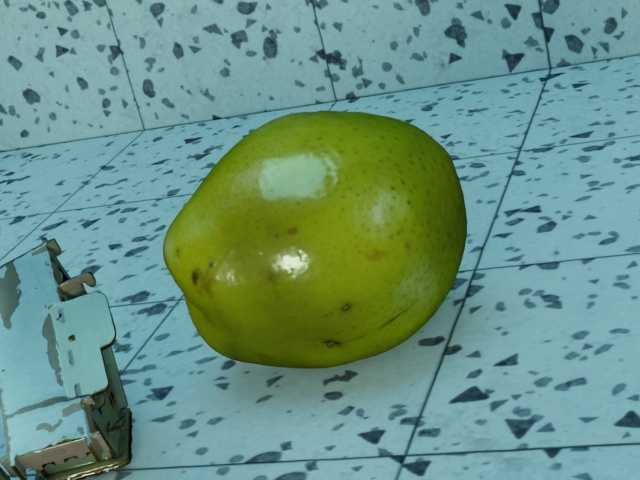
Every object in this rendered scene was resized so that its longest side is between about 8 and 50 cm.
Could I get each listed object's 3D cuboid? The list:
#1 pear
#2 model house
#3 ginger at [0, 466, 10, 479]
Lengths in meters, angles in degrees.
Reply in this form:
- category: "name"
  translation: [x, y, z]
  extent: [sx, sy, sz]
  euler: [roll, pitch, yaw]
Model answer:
- category: "pear"
  translation: [0.000, 0.000, 1.771]
  extent: [0.418, 0.362, 0.362]
  euler: [-27, 24, -15]
- category: "model house"
  translation: [-0.325, 0.192, 1.702]
  extent: [0.169, 0.244, 0.326]
  euler: [-17, 53, -5]
- category: "ginger"
  translation: [-0.524, 0.321, 1.524]
  extent: [0.304, 0.155, 0.244]
  euler: [-10, -11, 25]
